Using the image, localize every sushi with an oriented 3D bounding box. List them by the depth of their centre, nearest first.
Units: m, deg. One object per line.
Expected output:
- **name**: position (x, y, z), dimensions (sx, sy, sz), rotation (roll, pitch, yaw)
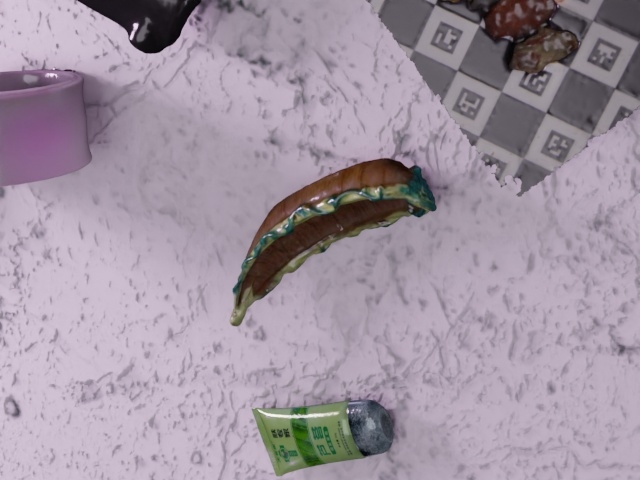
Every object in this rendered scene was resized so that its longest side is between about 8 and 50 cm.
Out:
- **sushi**: position (0.213, -0.229, 1.177), dimensions (0.264, 0.050, 0.290), rotation (-39, 87, 13)

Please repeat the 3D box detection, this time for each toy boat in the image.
- **toy boat**: position (-0.005, -0.009, 1.308), dimensions (0.293, 0.108, 0.099), rotation (-31, 65, 28)

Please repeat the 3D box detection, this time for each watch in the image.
- **watch**: position (-0.389, -0.139, 1.344), dimensions (0.218, 0.248, 0.210), rotation (2, 106, 19)

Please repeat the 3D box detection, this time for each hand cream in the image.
- **hand cream**: position (0.004, 0.233, 1.407), dimensions (0.175, 0.046, 0.095), rotation (-14, 103, 27)

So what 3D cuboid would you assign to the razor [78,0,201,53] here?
- **razor**: position (-0.260, -0.366, 1.261), dimensions (0.349, 0.113, 0.204), rotation (33, 106, -10)
